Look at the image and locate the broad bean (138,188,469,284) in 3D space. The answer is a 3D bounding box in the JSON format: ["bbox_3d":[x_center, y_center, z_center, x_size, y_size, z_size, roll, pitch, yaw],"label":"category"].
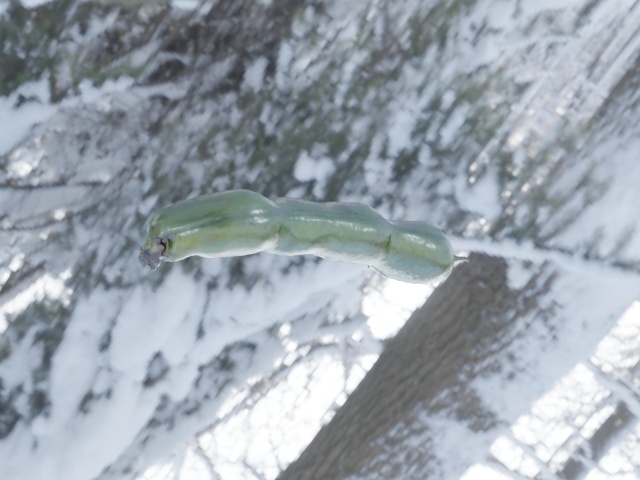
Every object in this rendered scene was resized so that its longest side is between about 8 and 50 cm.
[{"bbox_3d":[0.001,-0.001,0.680,0.256,0.052,0.052,5,-171,-43],"label":"broad bean"}]
